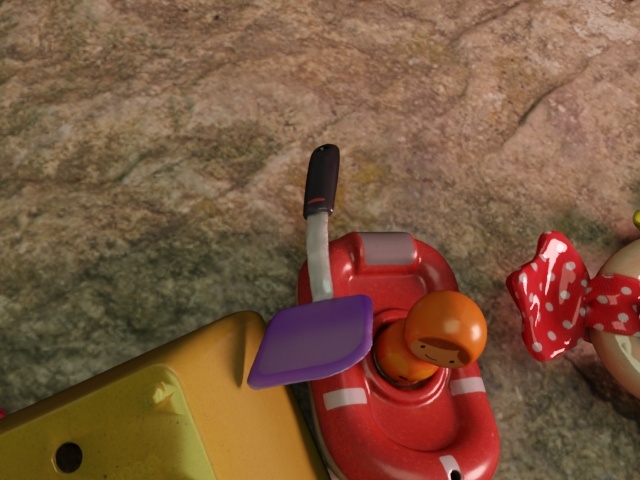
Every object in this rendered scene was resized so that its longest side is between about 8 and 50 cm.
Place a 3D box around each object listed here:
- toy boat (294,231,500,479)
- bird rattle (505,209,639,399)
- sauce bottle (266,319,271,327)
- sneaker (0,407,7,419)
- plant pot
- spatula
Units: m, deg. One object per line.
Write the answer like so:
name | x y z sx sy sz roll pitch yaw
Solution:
toy boat | 0.074 0.087 0.506 0.151 0.151 0.231 -1 66 -23
bird rattle | 0.296 0.053 0.551 0.253 0.143 0.207 -24 62 -18
sauce bottle | -0.055 0.132 0.549 0.042 0.042 0.128 26 75 2
sneaker | -0.295 0.267 0.395 0.202 0.185 0.483 -16 65 -4
plant pot | -0.112 0.173 0.425 0.212 0.187 0.212 -24 77 -2
spatula | 0.000 0.000 0.518 0.084 0.030 0.296 -12 40 13
